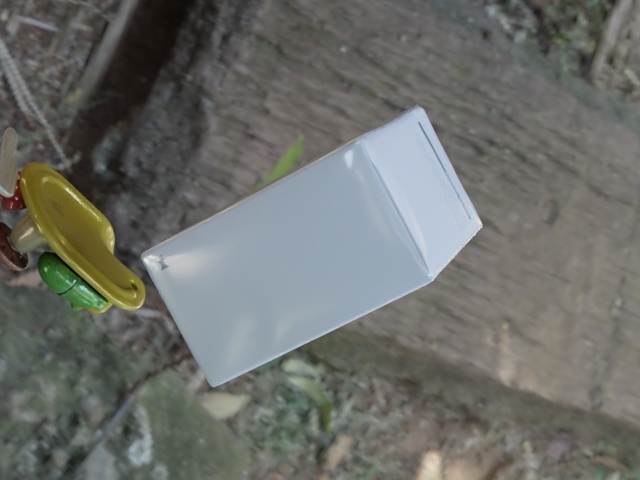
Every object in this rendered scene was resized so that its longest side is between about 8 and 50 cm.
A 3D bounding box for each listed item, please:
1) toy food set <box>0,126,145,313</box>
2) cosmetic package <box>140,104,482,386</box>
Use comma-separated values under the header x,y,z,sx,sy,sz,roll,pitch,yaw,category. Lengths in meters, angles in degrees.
x,y,z,sx,sy,sz,roll,pitch,yaw,category
-0.258,0.000,1.376,0.071,0.128,0.218,-32,126,13,toy food set
0.000,0.000,1.290,0.138,0.224,0.224,62,21,-2,cosmetic package
